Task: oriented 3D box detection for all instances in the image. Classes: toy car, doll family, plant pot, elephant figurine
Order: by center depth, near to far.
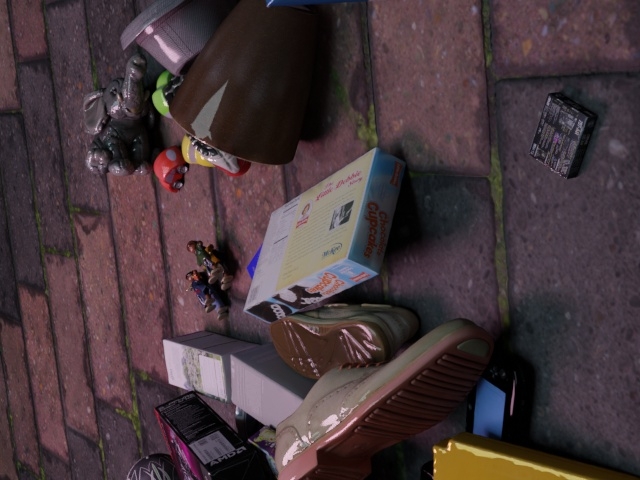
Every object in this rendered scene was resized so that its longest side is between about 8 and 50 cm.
[{"bbox_3d":[-0.096,-0.270,1.596,0.215,0.215,0.230,44,119,39],"label":"plant pot"},{"bbox_3d":[-0.218,0.069,1.963,0.111,0.076,0.193,47,138,31],"label":"doll family"},{"bbox_3d":[-0.285,-0.221,1.988,0.239,0.053,0.225,-22,82,55],"label":"toy car"},{"bbox_3d":[-0.395,-0.254,2.070,0.185,0.169,0.240,3,100,20],"label":"elephant figurine"}]

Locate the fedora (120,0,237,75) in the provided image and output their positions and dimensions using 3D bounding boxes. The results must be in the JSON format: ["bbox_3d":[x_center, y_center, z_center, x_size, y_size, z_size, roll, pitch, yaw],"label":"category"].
[{"bbox_3d":[-0.208,-0.362,1.718,0.243,0.275,0.124,-34,102,16],"label":"fedora"}]

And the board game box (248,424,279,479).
[{"bbox_3d":[0.009,0.476,1.670,0.208,0.056,0.347,14,133,49],"label":"board game box"}]

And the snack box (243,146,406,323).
[{"bbox_3d":[0.000,0.000,1.556,0.322,0.060,0.187,-28,41,55],"label":"snack box"}]

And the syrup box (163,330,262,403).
[{"bbox_3d":[-0.204,0.239,1.970,0.236,0.096,0.093,5,104,55],"label":"syrup box"}]

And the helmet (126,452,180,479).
[{"bbox_3d":[-0.338,0.547,2.199,0.169,0.169,0.162,58,157,27],"label":"helmet"}]

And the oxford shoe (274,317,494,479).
[{"bbox_3d":[0.065,0.211,1.418,0.397,0.140,0.147,-41,46,24],"label":"oxford shoe"}]

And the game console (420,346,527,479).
[{"bbox_3d":[0.222,0.313,1.423,0.213,0.044,0.362,25,119,50],"label":"game console"}]

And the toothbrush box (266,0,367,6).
[{"bbox_3d":[0.072,-0.414,1.271,0.295,0.216,0.126,-27,78,56],"label":"toothbrush box"}]

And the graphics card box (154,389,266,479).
[{"bbox_3d":[-0.176,0.426,1.802,0.371,0.094,0.233,19,128,64],"label":"graphics card box"}]

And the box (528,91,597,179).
[{"bbox_3d":[0.287,-0.125,1.221,0.067,0.018,0.083,42,132,41],"label":"box"}]

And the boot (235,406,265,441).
[{"bbox_3d":[-0.106,0.332,1.882,0.190,0.086,0.069,90,-174,-72],"label":"boot"}]

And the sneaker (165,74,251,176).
[{"bbox_3d":[-0.193,-0.214,1.822,0.107,0.118,0.279,-30,50,11],"label":"sneaker"}]

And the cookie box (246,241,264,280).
[{"bbox_3d":[-0.078,0.053,1.782,0.092,0.040,0.107,63,143,21],"label":"cookie box"}]

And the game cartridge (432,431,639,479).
[{"bbox_3d":[0.274,0.425,1.325,0.285,0.052,0.324,9,105,39],"label":"game cartridge"}]

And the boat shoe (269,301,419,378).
[{"bbox_3d":[0.032,0.147,1.606,0.302,0.098,0.109,-11,104,54],"label":"boat shoe"}]

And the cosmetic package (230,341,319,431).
[{"bbox_3d":[-0.038,0.254,1.709,0.238,0.127,0.107,28,123,50],"label":"cosmetic package"}]
